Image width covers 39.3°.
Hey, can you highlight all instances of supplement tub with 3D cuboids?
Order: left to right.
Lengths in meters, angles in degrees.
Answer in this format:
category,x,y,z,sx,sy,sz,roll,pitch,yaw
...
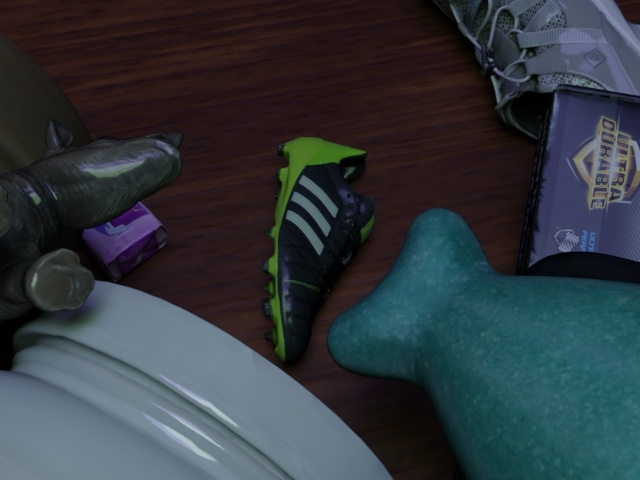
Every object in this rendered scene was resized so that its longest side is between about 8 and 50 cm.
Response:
category,x,y,z,sx,sy,sz,roll,pitch,yaw
supplement tub,-0.130,0.205,0.359,0.241,0.241,0.331,26,60,16

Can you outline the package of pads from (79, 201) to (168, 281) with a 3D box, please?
category,x,y,z,sx,sy,sz,roll,pitch,yaw
package of pads,-0.150,-0.016,0.626,0.050,0.032,0.083,-38,65,-21

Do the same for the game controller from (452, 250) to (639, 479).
category,x,y,z,sx,sy,sz,roll,pitch,yaw
game controller,0.147,0.159,0.468,0.166,0.067,0.319,13,72,23

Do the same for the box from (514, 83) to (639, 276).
category,x,y,z,sx,sy,sz,roll,pitch,yaw
box,0.213,0.024,0.559,0.175,0.051,0.220,11,75,6

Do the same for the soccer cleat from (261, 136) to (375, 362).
category,x,y,z,sx,sy,sz,roll,pitch,yaw
soccer cleat,0.000,0.000,0.603,0.072,0.060,0.179,5,54,1

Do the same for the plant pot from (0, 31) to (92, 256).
category,x,y,z,sx,sy,sz,roll,pitch,yaw
plant pot,-0.274,0.018,0.462,0.263,0.263,0.229,7,55,4

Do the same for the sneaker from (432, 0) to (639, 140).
category,x,y,z,sx,sy,sz,roll,pitch,yaw
sneaker,0.161,-0.144,0.670,0.115,0.105,0.281,-34,64,-21

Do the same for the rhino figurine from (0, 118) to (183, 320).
category,x,y,z,sx,sy,sz,roll,pitch,yaw
rhino figurine,-0.146,0.006,0.367,0.106,0.073,0.243,-3,29,47

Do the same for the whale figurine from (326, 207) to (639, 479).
category,x,y,z,sx,sy,sz,roll,pitch,yaw
whale figurine,0.117,0.073,0.397,0.272,0.141,0.216,36,83,30
